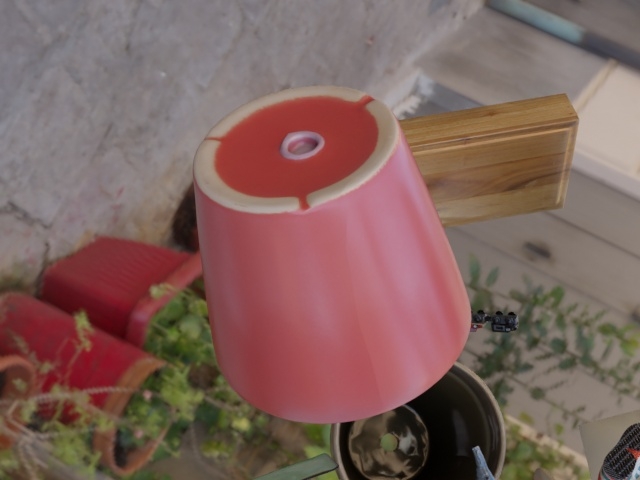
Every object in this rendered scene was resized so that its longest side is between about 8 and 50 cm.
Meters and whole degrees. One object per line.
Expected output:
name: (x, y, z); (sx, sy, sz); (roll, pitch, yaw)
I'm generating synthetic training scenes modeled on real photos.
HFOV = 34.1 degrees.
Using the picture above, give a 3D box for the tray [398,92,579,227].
tray: (0.204, -0.110, 1.706); (0.202, 0.411, 0.076); (86, -8, -48)

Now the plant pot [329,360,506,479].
plant pot: (0.159, 0.390, 2.016); (0.323, 0.323, 0.280); (-58, -178, -16)

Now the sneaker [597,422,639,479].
sneaker: (0.482, 0.349, 1.641); (0.161, 0.057, 0.075); (-28, 144, -42)

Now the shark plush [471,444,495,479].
shark plush: (0.276, 0.395, 1.614); (0.067, 0.073, 0.161); (145, -62, -74)

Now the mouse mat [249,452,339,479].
mouse mat: (-0.069, 0.375, 1.628); (0.190, 0.007, 0.152); (-20, 179, -8)

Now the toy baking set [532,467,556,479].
toy baking set: (0.321, 0.414, 1.275); (0.030, 0.197, 0.256); (-20, 105, -30)

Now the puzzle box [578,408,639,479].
puzzle box: (0.639, 0.469, 1.884); (0.409, 0.272, 0.052); (-89, 157, -51)

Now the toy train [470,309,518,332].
toy train: (0.250, 0.133, 1.718); (0.027, 0.158, 0.036); (-45, 130, -51)

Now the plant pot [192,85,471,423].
plant pot: (0.000, 0.000, 1.022); (0.275, 0.275, 0.243); (-51, 142, -37)
